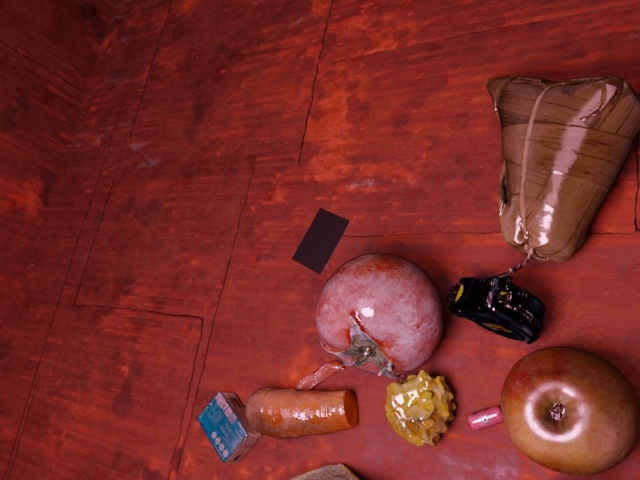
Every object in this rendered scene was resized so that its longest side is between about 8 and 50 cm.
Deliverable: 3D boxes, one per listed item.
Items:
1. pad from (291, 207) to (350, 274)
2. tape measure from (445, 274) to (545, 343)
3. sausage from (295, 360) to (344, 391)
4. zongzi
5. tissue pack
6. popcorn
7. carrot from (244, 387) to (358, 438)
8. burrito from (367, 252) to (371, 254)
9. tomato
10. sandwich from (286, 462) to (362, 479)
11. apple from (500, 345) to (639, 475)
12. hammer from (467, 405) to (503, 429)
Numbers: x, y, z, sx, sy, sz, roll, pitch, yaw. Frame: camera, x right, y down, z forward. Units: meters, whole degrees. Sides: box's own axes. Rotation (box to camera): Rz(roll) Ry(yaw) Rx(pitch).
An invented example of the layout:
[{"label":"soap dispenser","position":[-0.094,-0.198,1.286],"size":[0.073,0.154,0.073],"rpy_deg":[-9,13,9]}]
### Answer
[{"label":"pad","position":[0.000,0.000,1.554],"size":[0.127,0.004,0.190],"rpy_deg":[27,86,35]},{"label":"tape measure","position":[0.413,0.154,1.145],"size":[0.186,0.199,0.112],"rpy_deg":[31,79,-10]},{"label":"sausage","position":[-0.003,0.380,1.392],"size":[0.158,0.036,0.042],"rpy_deg":[-35,83,14]},{"label":"zongzi","position":[0.501,-0.164,1.268],"size":[0.500,0.218,0.467],"rpy_deg":[-68,26,9]},{"label":"tissue pack","position":[-0.266,0.544,1.455],"size":[0.120,0.082,0.169],"rpy_deg":[-51,56,6]},{"label":"popcorn","position":[0.238,0.392,1.190],"size":[0.173,0.142,0.174],"rpy_deg":[-22,60,43]},{"label":"carrot","position":[-0.058,0.460,1.333],"size":[0.301,0.138,0.139],"rpy_deg":[-11,67,25]},{"label":"burrito","position":[0.110,0.141,1.400],"size":[0.058,0.063,0.230],"rpy_deg":[25,84,45]},{"label":"tomato","position":[0.144,0.183,1.216],"size":[0.316,0.317,0.283],"rpy_deg":[-5,44,29]},{"label":"sandwich","position":[0.008,0.605,1.147],"size":[0.251,0.226,0.087],"rpy_deg":[160,101,-68]},{"label":"apple","position":[0.493,0.334,1.000],"size":[0.256,0.234,0.257],"rpy_deg":[-14,63,28]},{"label":"hammer","position":[0.382,0.410,1.151],"size":[0.083,0.043,0.043],"rpy_deg":[-25,61,19]}]
